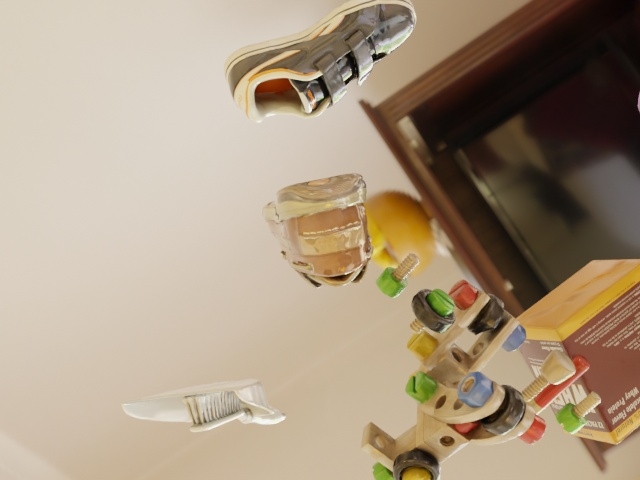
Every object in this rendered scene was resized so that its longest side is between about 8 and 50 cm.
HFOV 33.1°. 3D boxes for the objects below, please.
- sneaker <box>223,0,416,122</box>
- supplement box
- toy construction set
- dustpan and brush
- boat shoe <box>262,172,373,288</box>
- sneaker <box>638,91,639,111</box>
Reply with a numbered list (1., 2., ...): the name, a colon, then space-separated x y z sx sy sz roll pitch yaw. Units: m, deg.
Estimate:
1. sneaker: 0.012 -0.275 1.700 0.126 0.321 0.127 62 -173 -52
2. supplement box: 0.417 0.159 1.583 0.194 0.191 0.129 60 159 -10
3. toy construction set: 0.183 0.213 1.387 0.309 0.237 0.257 20 -148 -38
4. dustpan and brush: -0.095 0.182 1.162 0.211 0.147 0.060 -2 -98 -63
5. boat shoe: 0.000 0.000 1.242 0.324 0.123 0.116 60 -164 -88
6. sneaker: 0.483 -0.248 1.276 0.146 0.293 0.102 5 -129 -52
